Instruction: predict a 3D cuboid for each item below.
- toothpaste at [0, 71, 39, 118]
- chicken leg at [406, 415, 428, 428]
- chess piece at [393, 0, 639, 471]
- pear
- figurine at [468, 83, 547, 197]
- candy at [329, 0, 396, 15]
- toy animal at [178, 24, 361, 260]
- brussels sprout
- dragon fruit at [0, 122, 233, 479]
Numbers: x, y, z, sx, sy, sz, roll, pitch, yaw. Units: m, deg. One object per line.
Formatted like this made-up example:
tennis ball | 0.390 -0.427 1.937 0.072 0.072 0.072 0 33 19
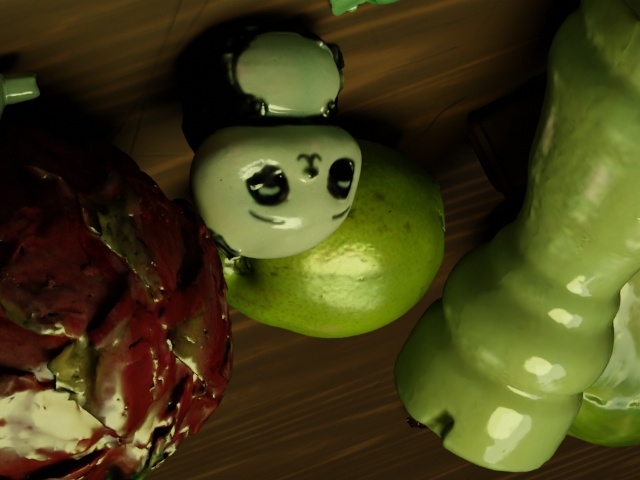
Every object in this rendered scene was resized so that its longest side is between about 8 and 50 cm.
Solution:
toothpaste | -0.339 -0.092 1.428 0.268 0.047 0.069 -12 164 -16
chicken leg | 0.202 0.195 2.411 0.205 0.053 0.093 -10 175 -12
chess piece | 0.232 -0.010 1.708 0.234 0.234 0.442 3 126 -43
pear | 0.000 0.000 1.735 0.220 0.187 0.187 -3 147 -26
figurine | 0.222 -0.103 1.850 0.154 0.082 0.098 -26 174 2
candy | 0.105 -0.265 1.389 0.263 0.172 0.398 -15 174 4
toy animal | -0.032 -0.075 1.578 0.166 0.179 0.138 0 160 -27
brussels sprout | 0.321 0.062 2.047 0.344 0.268 0.344 -17 131 -20
dragon fruit | -0.224 0.065 1.517 0.329 0.329 0.329 -19 154 -10
